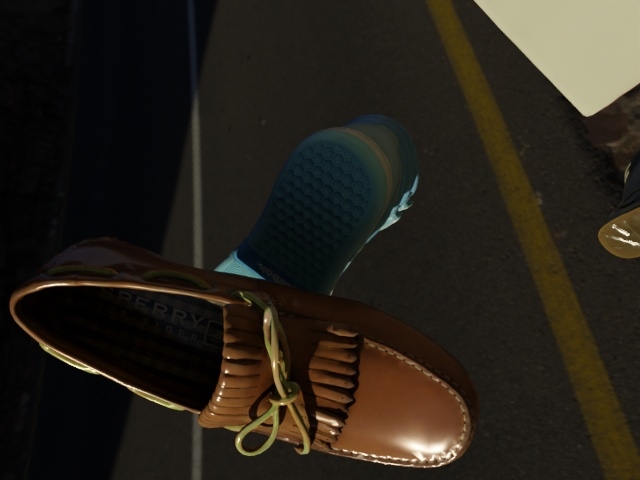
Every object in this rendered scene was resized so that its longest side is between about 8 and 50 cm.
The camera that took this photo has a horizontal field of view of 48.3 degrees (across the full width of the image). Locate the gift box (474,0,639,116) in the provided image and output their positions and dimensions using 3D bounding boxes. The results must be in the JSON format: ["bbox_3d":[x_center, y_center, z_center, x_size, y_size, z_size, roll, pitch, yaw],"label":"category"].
[{"bbox_3d":[0.122,-0.267,0.312,0.276,0.258,0.255,-42,30,26],"label":"gift box"}]

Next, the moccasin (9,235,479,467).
[{"bbox_3d":[-0.061,0.092,0.573,0.147,0.379,0.139,-49,-19,-74],"label":"moccasin"}]

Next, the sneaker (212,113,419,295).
[{"bbox_3d":[0.000,0.000,0.766,0.319,0.127,0.208,-51,-6,33],"label":"sneaker"}]

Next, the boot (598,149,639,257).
[{"bbox_3d":[0.430,-0.078,0.816,0.213,0.077,0.165,-33,15,50],"label":"boot"}]
